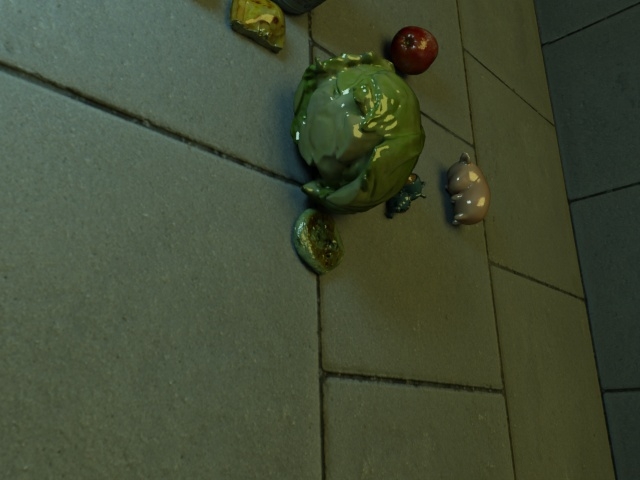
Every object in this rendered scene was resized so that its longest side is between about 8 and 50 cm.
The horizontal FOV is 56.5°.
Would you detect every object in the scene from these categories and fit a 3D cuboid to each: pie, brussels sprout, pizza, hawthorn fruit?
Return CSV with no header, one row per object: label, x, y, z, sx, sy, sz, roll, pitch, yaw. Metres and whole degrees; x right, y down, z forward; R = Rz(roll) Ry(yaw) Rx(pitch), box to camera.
pie,0.000,0.000,1.615,0.186,0.041,0.187,21,61,-44
brussels sprout,0.122,-0.284,1.620,0.360,0.342,0.426,-1,88,-41
pizza,-0.159,-0.638,1.641,0.188,0.080,0.204,23,59,-42
hawthorn fruit,0.332,-0.690,2.150,0.172,0.172,0.173,20,62,-43

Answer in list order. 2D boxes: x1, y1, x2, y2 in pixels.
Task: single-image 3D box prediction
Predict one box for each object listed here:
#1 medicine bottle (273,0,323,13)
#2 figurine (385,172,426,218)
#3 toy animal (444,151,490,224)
medicine bottle,-0.011,-0.821,1.696,0.245,0.306,0.245,20,61,-43
figurine,0.258,-0.163,1.924,0.144,0.114,0.178,46,55,-25
toy animal,0.546,-0.182,2.206,0.166,0.153,0.250,87,-5,-77
